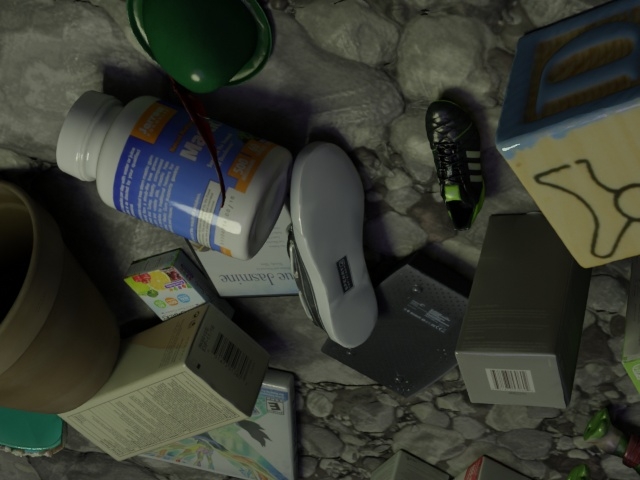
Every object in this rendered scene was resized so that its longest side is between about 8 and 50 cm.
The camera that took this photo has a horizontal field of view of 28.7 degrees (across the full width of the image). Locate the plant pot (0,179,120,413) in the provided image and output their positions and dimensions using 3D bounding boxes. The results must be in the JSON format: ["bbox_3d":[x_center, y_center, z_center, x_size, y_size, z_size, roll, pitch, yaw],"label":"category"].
[{"bbox_3d":[-0.445,0.114,1.812,0.323,0.323,0.280,-10,148,29],"label":"plant pot"}]

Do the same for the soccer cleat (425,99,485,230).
[{"bbox_3d":[0.163,-0.088,1.499,0.060,0.072,0.179,-1,135,22],"label":"soccer cleat"}]

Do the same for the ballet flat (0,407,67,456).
[{"bbox_3d":[-0.614,0.264,2.161,0.408,0.147,0.147,20,139,4],"label":"ballet flat"}]

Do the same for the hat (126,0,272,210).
[{"bbox_3d":[-0.155,-0.190,1.423,0.208,0.184,0.173,25,137,-4],"label":"hat"}]

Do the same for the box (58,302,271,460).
[{"bbox_3d":[-0.241,0.221,1.896,0.311,0.121,0.148,-22,125,38],"label":"box"}]

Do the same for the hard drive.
[{"bbox_3d":[0.126,0.118,1.750,0.172,0.054,0.255,29,138,-11],"label":"hard drive"}]

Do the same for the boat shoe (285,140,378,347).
[{"bbox_3d":[0.000,0.000,1.640,0.102,0.108,0.301,26,140,45],"label":"boat shoe"}]

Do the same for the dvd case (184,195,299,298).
[{"bbox_3d":[-0.109,-0.012,1.725,0.180,0.022,0.253,-4,134,24],"label":"dvd case"}]

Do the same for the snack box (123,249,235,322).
[{"bbox_3d":[-0.208,0.081,1.851,0.100,0.037,0.141,-14,130,34],"label":"snack box"}]

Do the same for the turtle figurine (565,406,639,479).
[{"bbox_3d":[0.501,0.355,1.763,0.266,0.275,0.198,26,104,-1],"label":"turtle figurine"}]

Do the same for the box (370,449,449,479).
[{"bbox_3d":[0.139,0.416,2.043,0.102,0.087,0.101,29,138,-11],"label":"box"}]

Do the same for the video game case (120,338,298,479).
[{"bbox_3d":[-0.200,0.290,2.076,0.329,0.036,0.300,10,138,10],"label":"video game case"}]

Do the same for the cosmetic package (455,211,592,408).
[{"bbox_3d":[0.253,0.080,1.525,0.127,0.238,0.107,0,133,25],"label":"cosmetic package"}]

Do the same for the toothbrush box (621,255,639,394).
[{"bbox_3d":[0.482,0.151,1.537,0.122,0.206,0.283,-12,129,30],"label":"toothbrush box"}]

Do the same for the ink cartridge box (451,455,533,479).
[{"bbox_3d":[0.268,0.461,2.039,0.158,0.092,0.218,28,136,-9],"label":"ink cartridge box"}]

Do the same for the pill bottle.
[{"bbox_3d":[-0.184,-0.091,1.560,0.272,0.152,0.152,22,140,9],"label":"pill bottle"}]

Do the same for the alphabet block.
[{"bbox_3d":[0.322,-0.118,1.318,0.192,0.193,0.197,-16,128,35],"label":"alphabet block"}]
